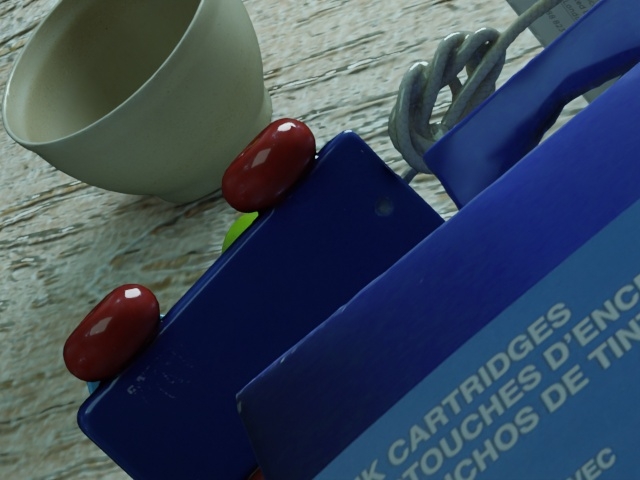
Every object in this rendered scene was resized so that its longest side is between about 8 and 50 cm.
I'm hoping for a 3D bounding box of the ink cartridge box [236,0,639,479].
[{"bbox_3d":[0.148,0.075,0.420,0.270,0.151,0.395,-40,36,10],"label":"ink cartridge box"}]

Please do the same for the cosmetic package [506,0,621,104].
[{"bbox_3d":[0.263,-0.209,0.766,0.366,0.155,0.197,-19,42,34],"label":"cosmetic package"}]

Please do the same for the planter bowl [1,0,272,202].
[{"bbox_3d":[-0.098,-0.090,1.046,0.162,0.109,0.162,-27,39,25],"label":"planter bowl"}]

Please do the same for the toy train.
[{"bbox_3d":[0.000,0.000,0.704,0.248,0.105,0.143,-48,9,-12],"label":"toy train"}]

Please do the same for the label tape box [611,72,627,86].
[{"bbox_3d":[0.144,0.068,0.644,0.348,0.115,0.249,-43,35,3],"label":"label tape box"}]
